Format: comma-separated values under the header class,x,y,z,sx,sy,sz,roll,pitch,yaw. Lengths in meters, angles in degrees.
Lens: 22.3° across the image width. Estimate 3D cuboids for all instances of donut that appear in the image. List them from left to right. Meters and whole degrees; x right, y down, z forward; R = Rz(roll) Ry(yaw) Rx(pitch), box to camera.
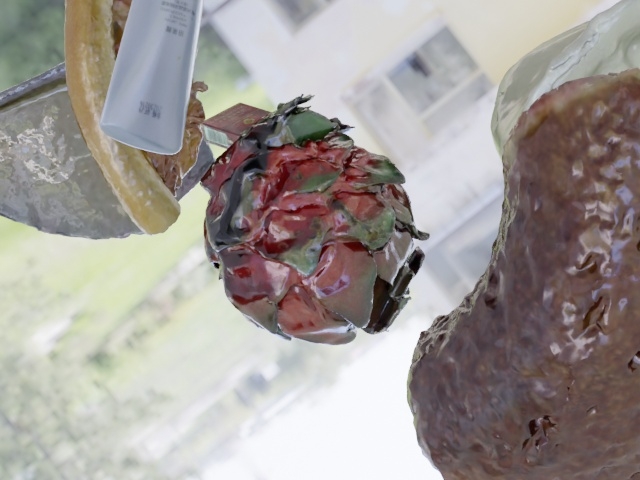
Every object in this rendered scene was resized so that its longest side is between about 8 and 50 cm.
class,x,y,z,sx,sy,sz,roll,pitch,yaw
donut,0.123,0.021,0.656,0.126,0.144,0.186,8,145,-26

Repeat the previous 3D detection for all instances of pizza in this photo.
class,x,y,z,sx,sy,sz,roll,pitch,yaw
pizza,-0.192,-0.184,1.738,0.182,0.365,0.074,3,166,-40

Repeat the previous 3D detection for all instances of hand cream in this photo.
class,x,y,z,sx,sy,sz,roll,pitch,yaw
hand cream,-0.130,-0.201,1.399,0.048,0.079,0.255,-6,-110,61

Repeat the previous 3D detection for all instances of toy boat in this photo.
class,x,y,z,sx,sy,sz,roll,pitch,yaw
toy boat,-0.266,-0.119,1.866,0.293,0.276,0.111,-45,-178,-5

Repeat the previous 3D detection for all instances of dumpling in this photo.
class,x,y,z,sx,sy,sz,roll,pitch,yaw
dumpling,0.308,-0.157,1.589,0.395,0.233,0.315,4,124,-54

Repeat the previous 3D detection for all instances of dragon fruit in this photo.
class,x,y,z,sx,sy,sz,roll,pitch,yaw
dragon fruit,-0.007,-0.006,1.256,0.182,0.188,0.182,-42,174,-6

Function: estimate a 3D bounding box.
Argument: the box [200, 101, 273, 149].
class,x,y,z,sx,sy,sz,roll,pitch,yaw
box,-0.067,-0.103,1.525,0.051,0.023,0.082,-32,-146,-31
